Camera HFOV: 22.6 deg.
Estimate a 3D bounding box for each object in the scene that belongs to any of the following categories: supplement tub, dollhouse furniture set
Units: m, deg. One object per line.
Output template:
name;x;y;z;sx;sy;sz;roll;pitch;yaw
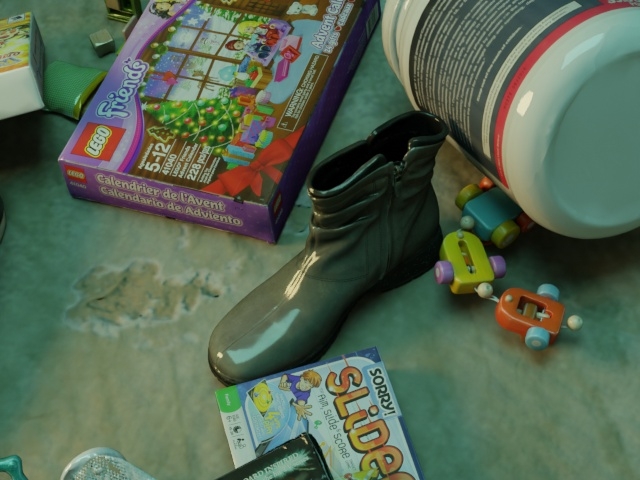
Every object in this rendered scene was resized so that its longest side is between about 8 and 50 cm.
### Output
supplement tub;0.182;-0.139;1.317;0.191;0.191;0.272;-24;36;-12
dollhouse furniture set;-0.216;-0.186;1.513;0.076;0.058;0.151;17;56;19

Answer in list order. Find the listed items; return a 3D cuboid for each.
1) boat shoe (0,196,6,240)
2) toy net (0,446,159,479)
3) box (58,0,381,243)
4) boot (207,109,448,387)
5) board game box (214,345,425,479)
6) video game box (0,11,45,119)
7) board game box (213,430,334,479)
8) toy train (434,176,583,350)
boat shoe;-0.344;0.059;1.313;0.112;0.095;0.335;4;53;9
toy net;-0.226;0.178;1.218;0.232;0.045;0.122;2;93;-7
box;-0.085;-0.143;1.466;0.201;0.057;0.293;12;55;16
boot;0.000;0.000;1.280;0.246;0.161;0.083;-36;57;-20
board game box;0.008;0.185;1.216;0.136;0.035;0.201;-16;53;-6
video game box;-0.353;-0.139;1.447;0.205;0.048;0.187;-16;27;-3
board game box;-0.066;0.232;1.156;0.186;0.026;0.126;-27;52;4
toy train;0.157;0.021;1.325;0.125;0.046;0.166;16;50;0
